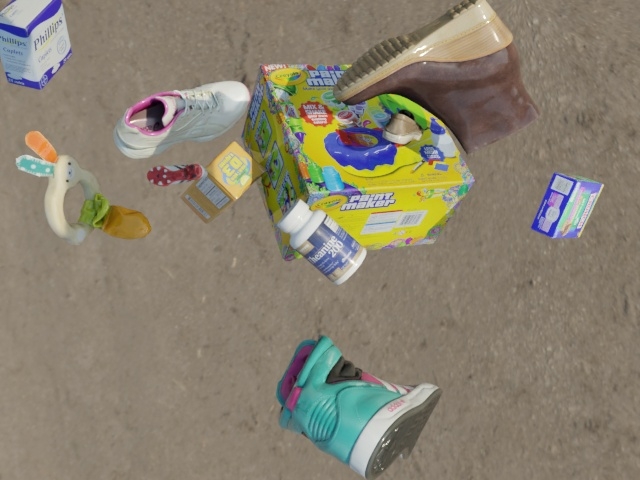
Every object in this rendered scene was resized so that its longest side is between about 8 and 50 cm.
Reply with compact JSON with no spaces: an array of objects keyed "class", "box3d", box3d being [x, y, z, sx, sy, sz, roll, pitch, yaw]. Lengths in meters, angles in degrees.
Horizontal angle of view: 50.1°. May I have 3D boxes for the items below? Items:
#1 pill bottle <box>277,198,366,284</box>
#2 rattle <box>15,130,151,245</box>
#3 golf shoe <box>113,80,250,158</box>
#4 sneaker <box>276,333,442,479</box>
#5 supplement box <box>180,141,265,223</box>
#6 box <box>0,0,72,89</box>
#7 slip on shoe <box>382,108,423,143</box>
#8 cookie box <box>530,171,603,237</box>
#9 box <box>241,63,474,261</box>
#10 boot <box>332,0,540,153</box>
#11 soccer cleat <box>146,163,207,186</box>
[{"class":"pill bottle","box3d":[0.000,0.000,0.950,0.120,0.067,0.067,41,115,-9]},{"class":"rattle","box3d":[-0.384,-0.081,1.114,0.142,0.130,0.200,20,136,30]},{"class":"golf shoe","box3d":[-0.277,-0.263,1.416,0.306,0.140,0.115,-27,86,-19]},{"class":"sneaker","box3d":[0.039,0.199,0.860,0.178,0.295,0.124,28,92,22]},{"class":"supplement box","box3d":[-0.176,-0.096,1.198,0.080,0.078,0.233,46,158,-11]},{"class":"box","box3d":[-0.540,-0.380,1.289,0.072,0.126,0.137,14,140,5]},{"class":"slip on shoe","box3d":[0.126,-0.175,1.021,0.051,0.135,0.041,22,111,17]},{"class":"cookie box","box3d":[0.368,-0.051,1.018,0.040,0.107,0.092,31,111,36]},{"class":"box","box3d":[0.050,-0.140,1.159,0.289,0.279,0.177,-7,146,-24]},{"class":"boot","box3d":[0.166,-0.196,0.960,0.248,0.090,0.207,-26,122,16]},{"class":"soccer cleat","box3d":[-0.190,-0.087,0.910,0.083,0.035,0.029,-6,90,17]}]
